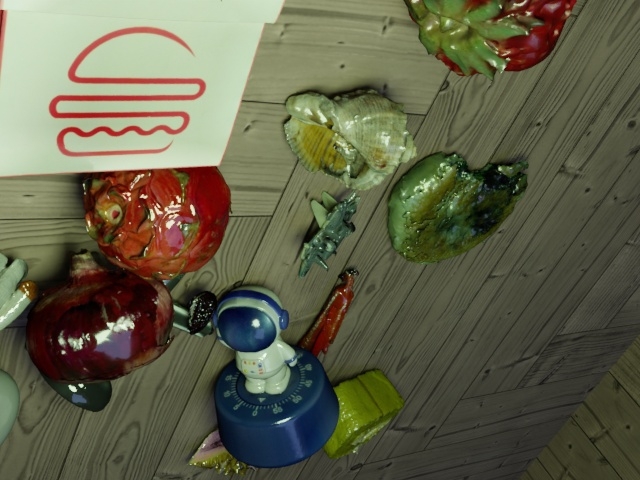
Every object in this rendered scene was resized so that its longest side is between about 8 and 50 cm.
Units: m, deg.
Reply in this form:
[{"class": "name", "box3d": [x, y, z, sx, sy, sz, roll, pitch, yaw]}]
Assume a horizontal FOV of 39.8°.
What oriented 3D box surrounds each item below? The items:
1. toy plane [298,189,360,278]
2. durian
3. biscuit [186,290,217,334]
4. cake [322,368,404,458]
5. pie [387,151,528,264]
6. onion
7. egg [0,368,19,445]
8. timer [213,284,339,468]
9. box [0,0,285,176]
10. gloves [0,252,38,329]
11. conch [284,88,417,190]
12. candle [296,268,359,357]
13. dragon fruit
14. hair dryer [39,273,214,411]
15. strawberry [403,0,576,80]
[{"class": "toy plane", "box3d": [0.009, 0.006, 1.754, 0.192, 0.088, 0.262, -43, 159, -39]}, {"class": "durian", "box3d": [-0.142, 0.476, 2.141, 0.341, 0.112, 0.191, -38, 142, 1]}, {"class": "biscuit", "box3d": [-0.228, 0.135, 1.662, 0.089, 0.027, 0.087, -56, 156, -5]}, {"class": "cake", "box3d": [0.084, 0.438, 2.230, 0.260, 0.156, 0.179, -6, 144, -52]}, {"class": "pie", "box3d": [0.284, -0.068, 1.895, 0.371, 0.078, 0.296, -1, 133, -39]}, {"class": "onion", "box3d": [-0.359, 0.120, 1.419, 0.252, 0.252, 0.219, -24, 102, -15]}, {"class": "egg", "box3d": [-0.626, 0.310, 1.518, 0.232, 0.176, 0.176, -32, 144, -7]}, {"class": "timer", "box3d": [-0.121, 0.253, 1.831, 0.270, 0.270, 0.384, -24, 128, -15]}, {"class": "box", "box3d": [-0.261, -0.282, 1.024, 0.312, 0.314, 0.300, -7, 138, -32]}, {"class": "gloves", "box3d": [-0.552, 0.098, 1.361, 0.218, 0.131, 0.140, -6, 116, -4]}, {"class": "conch", "box3d": [0.048, -0.180, 1.524, 0.245, 0.163, 0.178, 19, 105, -14]}, {"class": "candle", "box3d": [0.016, 0.175, 1.971, 0.084, 0.059, 0.302, -12, 139, -42]}, {"class": "dragon fruit", "box3d": [-0.251, -0.054, 1.358, 0.241, 0.241, 0.252, -39, 142, 6]}, {"class": "hair dryer", "box3d": [-0.319, 0.194, 1.659, 0.320, 0.156, 0.284, -42, 134, -4]}, {"class": "strawberry", "box3d": [0.273, -0.447, 1.339, 0.317, 0.295, 0.345, 39, 70, -36]}]
